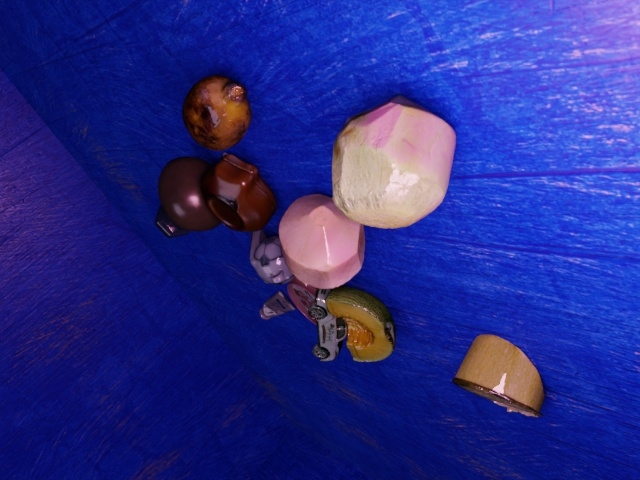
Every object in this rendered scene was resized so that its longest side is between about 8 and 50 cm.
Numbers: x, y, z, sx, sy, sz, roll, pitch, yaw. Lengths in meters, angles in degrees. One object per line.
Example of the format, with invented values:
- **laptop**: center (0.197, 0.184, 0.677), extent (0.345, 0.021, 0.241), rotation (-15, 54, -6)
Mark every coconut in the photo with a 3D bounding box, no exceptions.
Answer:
- **coconut**: center (0.123, -0.142, 1.056), extent (0.205, 0.235, 0.236), rotation (9, 155, -3)
- **coconut**: center (0.000, 0.000, 1.518), extent (0.237, 0.197, 0.237), rotation (43, 162, 17)

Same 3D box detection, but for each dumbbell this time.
- **dumbbell**: center (-0.531, -0.101, 2.340), extent (0.144, 0.159, 0.325), rotation (20, 166, -19)

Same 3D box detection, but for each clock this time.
- **clock**: center (-0.015, 0.211, 2.085), extent (0.244, 0.056, 0.244), rotation (38, 156, 20)

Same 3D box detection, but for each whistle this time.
- **whistle**: center (-0.135, 0.044, 1.935), extent (0.163, 0.164, 0.289), rotation (59, -168, -29)

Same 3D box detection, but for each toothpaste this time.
- **toothpaste**: center (-0.175, 0.263, 2.470), extent (0.096, 0.061, 0.266), rotation (48, 151, -3)

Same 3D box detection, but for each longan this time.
- **longan**: center (-0.394, -0.139, 1.941), extent (0.246, 0.215, 0.245), rotation (-6, -90, -89)

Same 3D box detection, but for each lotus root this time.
- **lotus root**: center (-0.251, -0.309, 1.496), extent (0.169, 0.141, 0.314), rotation (51, 157, -5)

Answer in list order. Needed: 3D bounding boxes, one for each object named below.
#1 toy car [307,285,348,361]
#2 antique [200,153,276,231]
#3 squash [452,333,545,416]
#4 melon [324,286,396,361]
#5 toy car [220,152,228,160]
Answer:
- **toy car**: center (0.040, 0.245, 1.897), extent (0.125, 0.136, 0.305), rotation (3, 127, 13)
- **antique**: center (-0.240, -0.124, 1.785), extent (0.224, 0.129, 0.278), rotation (30, 156, 8)
- **squash**: center (0.438, 0.335, 1.480), extent (0.220, 0.133, 0.220), rotation (27, 162, 9)
- **melon**: center (0.143, 0.224, 1.764), extent (0.169, 0.129, 0.265), rotation (2, 130, 34)
- **toy car**: center (-0.252, -0.220, 1.803), extent (0.093, 0.025, 0.041), rotation (38, 157, -8)
